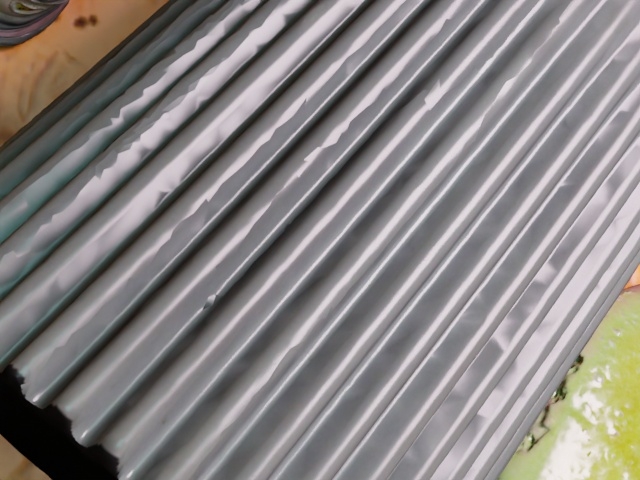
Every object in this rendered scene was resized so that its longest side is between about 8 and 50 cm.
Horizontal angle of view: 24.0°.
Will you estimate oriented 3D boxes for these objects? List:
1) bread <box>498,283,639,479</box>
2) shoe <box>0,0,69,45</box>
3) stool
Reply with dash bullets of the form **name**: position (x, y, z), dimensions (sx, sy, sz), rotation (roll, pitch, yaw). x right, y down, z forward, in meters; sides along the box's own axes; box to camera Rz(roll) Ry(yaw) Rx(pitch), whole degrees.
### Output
- **bread**: position (0.232, 0.170, 0.878), dimensions (0.301, 0.045, 0.301), rotation (7, 72, -23)
- **shoe**: position (-0.128, -0.183, 0.799), dimensions (0.180, 0.092, 0.089), rotation (-42, 98, -14)
- **stool**: position (0.000, 0.000, 0.737), dimensions (0.297, 0.297, 0.330), rotation (45, 72, -10)
